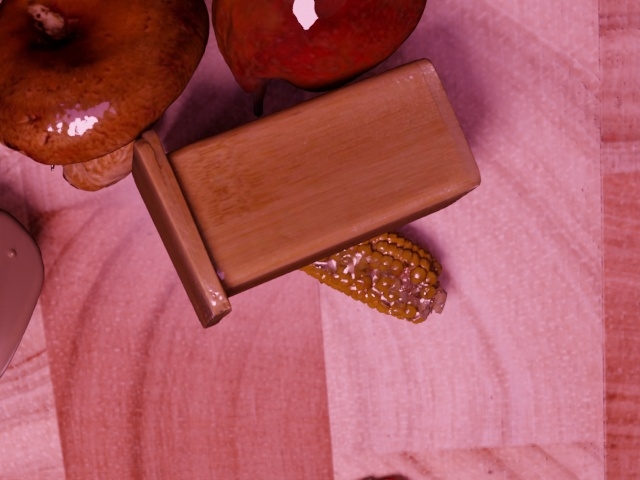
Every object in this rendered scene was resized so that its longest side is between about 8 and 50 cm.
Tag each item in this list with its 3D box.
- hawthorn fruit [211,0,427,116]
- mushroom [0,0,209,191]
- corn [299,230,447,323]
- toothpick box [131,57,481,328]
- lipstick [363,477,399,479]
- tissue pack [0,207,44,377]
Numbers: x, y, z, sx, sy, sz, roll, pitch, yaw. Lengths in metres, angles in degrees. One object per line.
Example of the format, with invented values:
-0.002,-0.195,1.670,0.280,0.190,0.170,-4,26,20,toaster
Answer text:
-0.010,-0.239,1.239,0.208,0.208,0.248,33,95,-8,hawthorn fruit
-0.227,-0.186,1.265,0.267,0.254,0.267,-4,79,20,mushroom
0.000,0.000,1.371,0.320,0.097,0.097,25,105,-4,corn
-0.015,-0.057,1.246,0.308,0.187,0.190,-23,84,-11,toothpick box
0.020,0.328,1.485,0.186,0.057,0.063,-20,105,1,lipstick
-0.515,0.035,1.268,0.387,0.267,0.277,37,133,-28,tissue pack
